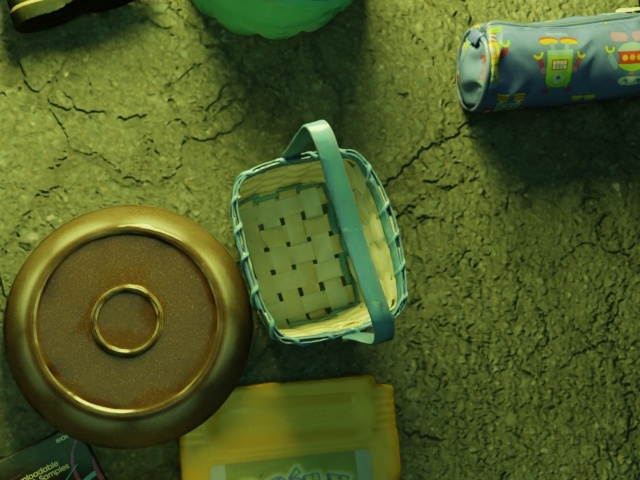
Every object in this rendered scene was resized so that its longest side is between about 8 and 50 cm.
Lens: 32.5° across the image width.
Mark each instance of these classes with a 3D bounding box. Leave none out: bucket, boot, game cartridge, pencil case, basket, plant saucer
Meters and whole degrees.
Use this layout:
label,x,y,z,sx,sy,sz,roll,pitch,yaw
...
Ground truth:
label,x,y,z,sx,sy,sz,roll,pitch,yaw
bucket,-0.053,-0.404,1.391,0.281,0.183,0.281,1,85,-9
boot,-0.314,-0.360,1.398,0.198,0.077,0.137,-19,84,-13
game cartridge,-0.034,0.341,1.404,0.285,0.053,0.323,-4,87,-11
pencil case,0.336,-0.246,1.484,0.306,0.119,0.133,-7,116,-12
basket,0.000,0.000,1.315,0.201,0.289,0.254,-15,90,-12
plant saucer,-0.239,0.102,1.362,0.311,0.050,0.310,1,79,-6

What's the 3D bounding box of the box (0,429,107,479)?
label,x,y,z,sx,sy,sz,roll,pitch,yaw
box,-0.319,0.322,1.362,0.116,0.029,0.162,-27,90,-12
